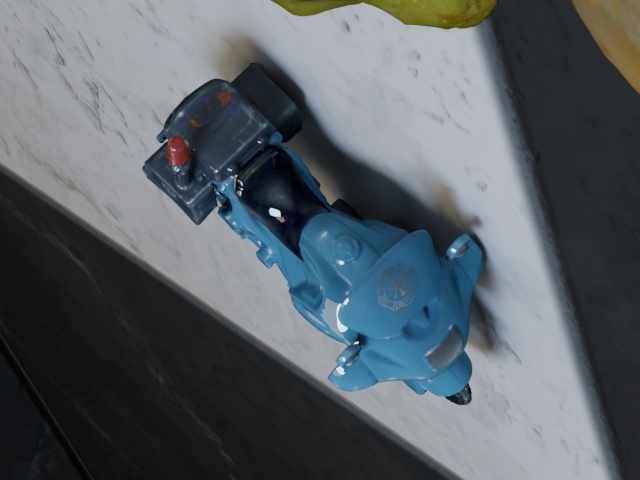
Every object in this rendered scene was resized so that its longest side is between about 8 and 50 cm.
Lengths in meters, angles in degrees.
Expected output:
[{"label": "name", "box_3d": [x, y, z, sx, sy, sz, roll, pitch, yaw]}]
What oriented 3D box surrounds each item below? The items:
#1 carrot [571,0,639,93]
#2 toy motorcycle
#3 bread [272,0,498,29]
[{"label": "carrot", "box_3d": [0.180, -0.085, 0.430, 0.341, 0.224, 0.224, 48, 162, -23]}, {"label": "toy motorcycle", "box_3d": [0.000, 0.000, 1.131, 0.272, 0.123, 0.182, 44, 171, 10]}, {"label": "bread", "box_3d": [-0.007, -0.193, 0.821, 0.161, 0.088, 0.233, 29, 152, 51]}]
